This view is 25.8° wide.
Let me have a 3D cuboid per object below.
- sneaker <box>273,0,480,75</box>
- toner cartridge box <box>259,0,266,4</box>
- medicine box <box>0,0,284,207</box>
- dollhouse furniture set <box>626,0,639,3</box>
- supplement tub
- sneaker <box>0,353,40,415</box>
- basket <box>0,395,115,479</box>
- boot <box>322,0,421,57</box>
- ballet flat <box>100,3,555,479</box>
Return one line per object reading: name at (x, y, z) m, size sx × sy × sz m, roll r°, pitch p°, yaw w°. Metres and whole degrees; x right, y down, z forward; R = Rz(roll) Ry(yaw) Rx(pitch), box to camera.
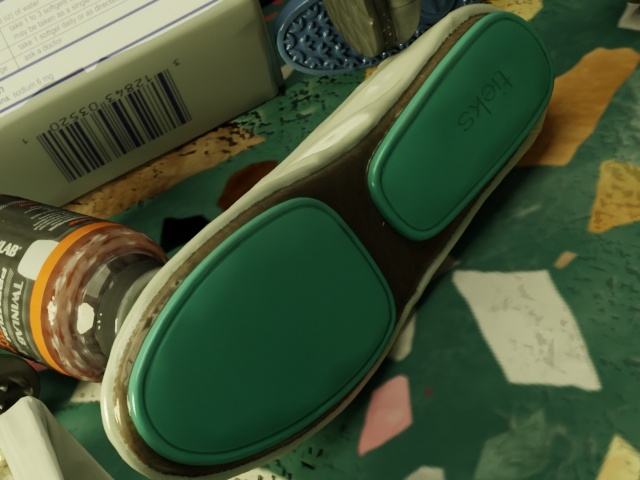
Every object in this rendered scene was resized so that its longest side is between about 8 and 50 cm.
sneaker at (0.062, -0.205, 1.087) m, size 0.232 × 0.081 × 0.090 m, roll -26°, pitch 33°, yaw -7°
toner cartridge box at (-0.220, -0.183, 1.241) m, size 0.348 × 0.075 × 0.165 m, roll -34°, pitch 36°, yaw -7°
medicine box at (-0.213, -0.199, 1.088) m, size 0.263 × 0.149 × 0.289 m, roll -28°, pitch 66°, yaw -4°
dollhouse furniture set at (0.328, -0.239, 0.918) m, size 0.242 × 0.161 × 0.212 m, roll -59°, pitch 32°, yaw -7°
supplement tub at (-0.168, 0.033, 0.926) m, size 0.198 × 0.106 × 0.106 m, roll 13°, pitch 53°, yaw 42°
sneaker at (-0.296, 0.118, 0.930) m, size 0.234 × 0.078 × 0.106 m, roll -27°, pitch 39°, yaw 6°
basket at (-0.123, 0.179, 0.675) m, size 0.103 × 0.167 × 0.113 m, roll -37°, pitch 37°, yaw -3°
boot at (0.091, -0.266, 0.997) m, size 0.223 × 0.118 × 0.338 m, roll -13°, pitch 42°, yaw 0°
ballet flat at (0.000, 0.000, 0.859) m, size 0.139 × 0.139 × 0.400 m, roll 12°, pitch 48°, yaw 41°
